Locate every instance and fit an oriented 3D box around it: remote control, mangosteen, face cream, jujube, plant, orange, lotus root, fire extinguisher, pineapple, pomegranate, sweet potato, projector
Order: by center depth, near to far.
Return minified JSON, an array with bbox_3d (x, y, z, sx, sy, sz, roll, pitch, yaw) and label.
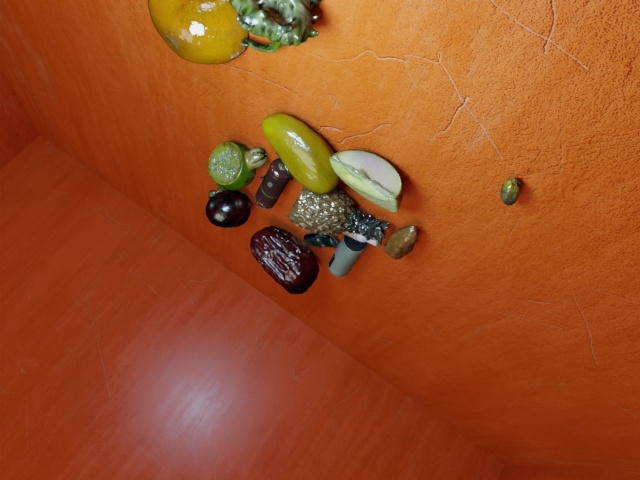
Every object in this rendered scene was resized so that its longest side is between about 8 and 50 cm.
[{"bbox_3d":[-0.105,-0.590,1.414,0.250,0.180,0.333,29,-175,0],"label":"plant"},{"bbox_3d":[0.513,-0.129,1.433,0.049,0.054,0.099,15,150,21],"label":"lotus root"},{"bbox_3d":[-0.371,-0.668,1.613,0.309,0.275,0.274,8,160,-12],"label":"orange"},{"bbox_3d":[0.300,0.006,1.931,0.097,0.097,0.252,36,158,1],"label":"sweet potato"},{"bbox_3d":[0.075,-0.086,1.961,0.361,0.202,0.202,24,155,9],"label":"pineapple"},{"bbox_3d":[0.120,-0.056,2.081,0.268,0.082,0.082,26,155,23],"label":"face cream"},{"bbox_3d":[-0.183,-0.252,2.115,0.142,0.105,0.341,56,151,9],"label":"fire extinguisher"},{"bbox_3d":[-0.326,-0.315,2.148,0.190,0.241,0.159,51,-161,22],"label":"pomegranate"},{"bbox_3d":[0.115,0.058,2.268,0.108,0.108,0.337,35,156,4],"label":"projector"},{"bbox_3d":[0.000,0.000,2.397,0.221,0.042,0.072,5,140,51],"label":"remote control"},{"bbox_3d":[-0.435,-0.164,2.519,0.216,0.216,0.216,30,156,15],"label":"mangosteen"},{"bbox_3d":[-0.169,0.092,2.568,0.377,0.258,0.258,51,158,9],"label":"jujube"}]

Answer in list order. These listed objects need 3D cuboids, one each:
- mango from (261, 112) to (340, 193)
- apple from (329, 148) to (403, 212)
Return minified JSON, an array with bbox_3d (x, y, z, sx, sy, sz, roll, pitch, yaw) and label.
[{"bbox_3d":[-0.055,-0.299,1.798,0.332,0.142,0.195,49,149,-21],"label":"mango"},{"bbox_3d":[0.161,-0.200,1.717,0.264,0.120,0.193,34,169,11],"label":"apple"}]
